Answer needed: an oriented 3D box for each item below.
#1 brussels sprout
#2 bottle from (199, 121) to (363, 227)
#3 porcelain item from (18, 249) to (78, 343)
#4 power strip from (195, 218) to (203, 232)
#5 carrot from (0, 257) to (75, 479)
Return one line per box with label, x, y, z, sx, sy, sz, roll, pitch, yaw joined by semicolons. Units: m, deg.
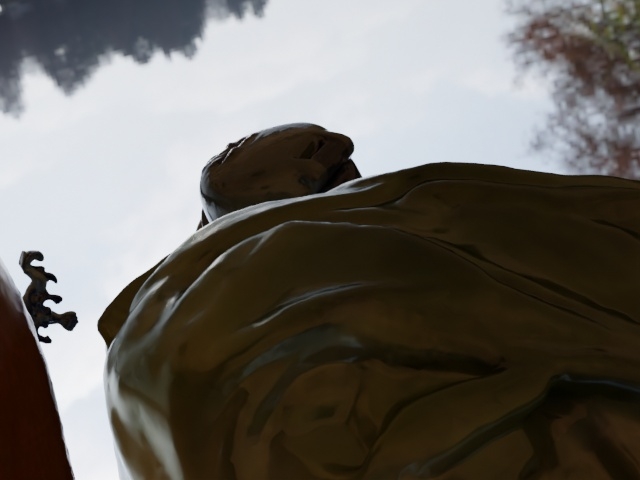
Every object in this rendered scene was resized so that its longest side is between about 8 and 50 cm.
brussels sprout;0.061;0.093;0.495;0.328;0.247;0.328;-8;-142;6
bottle;0.029;0.053;1.098;0.168;0.347;0.168;-32;-166;9
porcelain item;-0.287;0.080;1.303;0.075;0.136;0.021;11;-175;-27
power strip;0.000;0.000;1.353;0.305;0.044;0.064;8;-138;19
carrot;-0.168;0.084;0.341;0.214;0.331;0.193;-10;-175;-5
